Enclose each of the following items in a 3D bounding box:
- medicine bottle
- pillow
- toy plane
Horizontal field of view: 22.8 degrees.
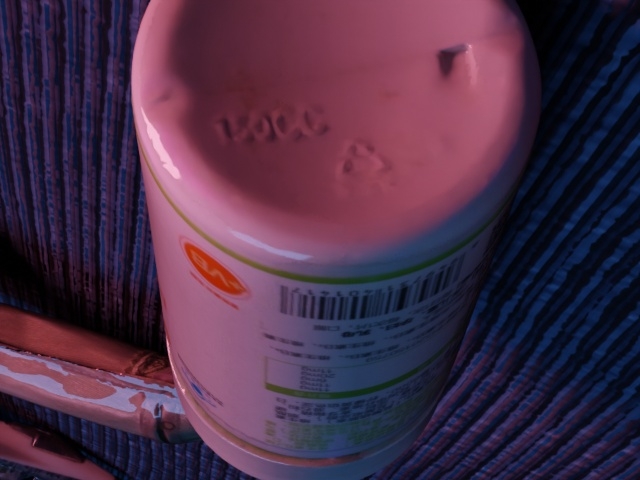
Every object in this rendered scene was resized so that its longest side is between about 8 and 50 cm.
[{"bbox_3d":[0.000,0.000,0.399,0.086,0.086,0.183,26,158,8],"label":"medicine bottle"},{"bbox_3d":[-0.132,0.051,0.706,0.233,0.038,0.130,16,173,7],"label":"pillow"},{"bbox_3d":[-0.235,0.123,0.987,0.234,0.082,0.160,36,-175,-14],"label":"toy plane"}]
